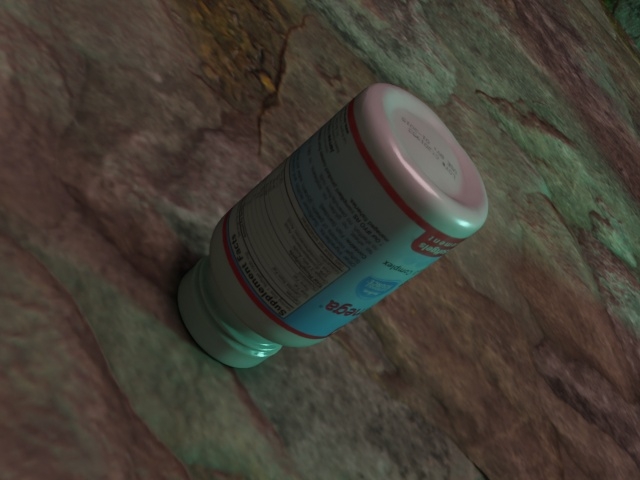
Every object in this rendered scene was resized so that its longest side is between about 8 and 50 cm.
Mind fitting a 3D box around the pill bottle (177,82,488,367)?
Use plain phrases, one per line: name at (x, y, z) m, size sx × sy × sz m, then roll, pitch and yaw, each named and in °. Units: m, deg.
pill bottle at (0.000, 0.000, 0.441) m, size 0.087 × 0.160 × 0.087 m, roll 35°, pitch 33°, yaw -27°
